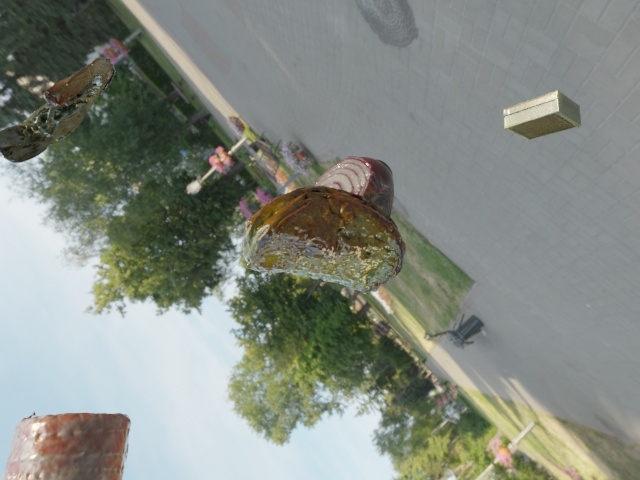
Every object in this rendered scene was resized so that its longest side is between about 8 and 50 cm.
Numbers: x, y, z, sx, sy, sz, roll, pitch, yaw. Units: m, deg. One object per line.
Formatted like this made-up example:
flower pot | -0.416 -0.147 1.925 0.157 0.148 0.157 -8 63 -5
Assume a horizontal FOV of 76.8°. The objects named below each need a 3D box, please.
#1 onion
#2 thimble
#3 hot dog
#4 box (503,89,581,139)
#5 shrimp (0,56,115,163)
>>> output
onion | 0.101 -0.102 1.085 0.216 0.206 0.207 17 157 41
thimble | -0.540 0.458 0.877 0.239 0.240 0.162 50 -147 -60
hot dog | 0.002 -0.002 0.645 0.259 0.175 0.114 16 -130 -25
box | 0.328 -0.184 0.603 0.080 0.035 0.083 5 171 -37
shrimp | -0.418 -0.223 0.662 0.058 0.173 0.253 43 -145 -24
